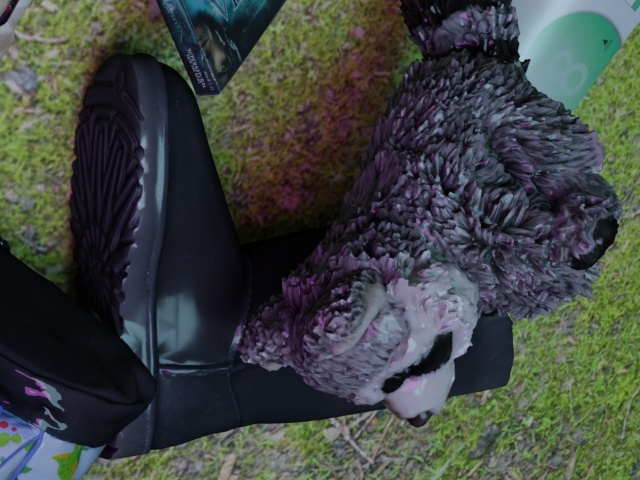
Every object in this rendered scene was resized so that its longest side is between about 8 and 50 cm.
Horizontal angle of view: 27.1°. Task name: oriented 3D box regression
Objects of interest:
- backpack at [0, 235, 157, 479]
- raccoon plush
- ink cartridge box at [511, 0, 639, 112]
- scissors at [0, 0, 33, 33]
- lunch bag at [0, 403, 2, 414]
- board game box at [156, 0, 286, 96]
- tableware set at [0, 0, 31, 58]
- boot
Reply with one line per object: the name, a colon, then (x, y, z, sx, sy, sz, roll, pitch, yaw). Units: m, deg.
backpack: (-0.354, 0.177, 1.035, 0.355, 0.290, 0.273, -52, 174, 19)
raccoon plush: (0.041, -0.066, 1.128, 0.299, 0.446, 0.216, -11, 156, -30)
ink cartridge box: (0.224, -0.251, 1.315, 0.225, 0.056, 0.181, 36, 91, -40)
scissors: (-0.261, -0.176, 1.075, 0.297, 0.021, 0.109, -28, 122, -19)
lunch bag: (-0.305, 0.078, 0.891, 0.151, 0.096, 0.128, -18, 77, -14)
board game box: (-0.076, -0.222, 1.093, 0.186, 0.026, 0.126, -61, 141, -43)
tableware set: (-0.302, -0.151, 1.022, 0.128, 0.039, 0.194, 28, 96, -37)
boot: (0.000, 0.002, 1.239, 0.445, 0.146, 0.366, -5, 113, -30)
